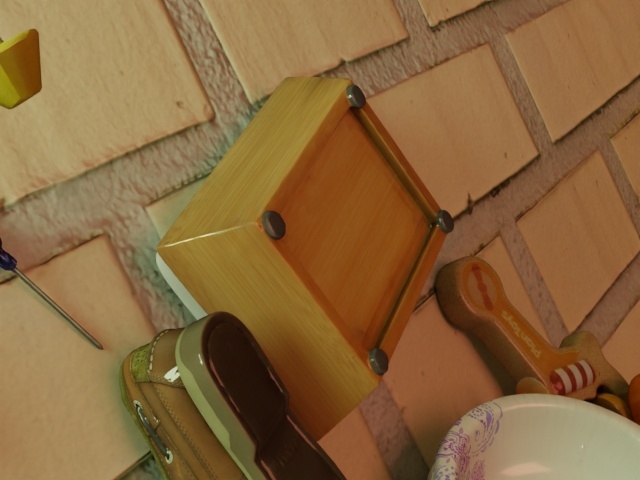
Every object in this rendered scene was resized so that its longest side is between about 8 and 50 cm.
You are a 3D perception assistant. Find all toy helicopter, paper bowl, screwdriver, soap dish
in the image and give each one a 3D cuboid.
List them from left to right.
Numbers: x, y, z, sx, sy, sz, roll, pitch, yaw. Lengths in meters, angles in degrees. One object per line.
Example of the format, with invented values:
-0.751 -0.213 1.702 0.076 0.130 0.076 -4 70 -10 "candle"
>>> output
-0.217 0.028 0.832 0.170 0.024 0.025 48 12 -36 "screwdriver"
0.000 0.000 1.031 0.229 0.118 0.291 53 38 -20 "soap dish"
0.250 0.170 1.288 0.355 0.140 0.235 48 49 -10 "toy helicopter"
0.231 0.296 1.087 0.284 0.148 0.284 8 36 -6 "paper bowl"

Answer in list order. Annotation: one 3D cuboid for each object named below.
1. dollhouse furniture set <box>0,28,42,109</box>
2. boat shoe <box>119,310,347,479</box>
-0.279 0.027 0.514 0.198 0.303 0.286 58 38 -13 "dollhouse furniture set"
-0.050 0.204 0.887 0.307 0.104 0.111 64 28 -4 "boat shoe"
